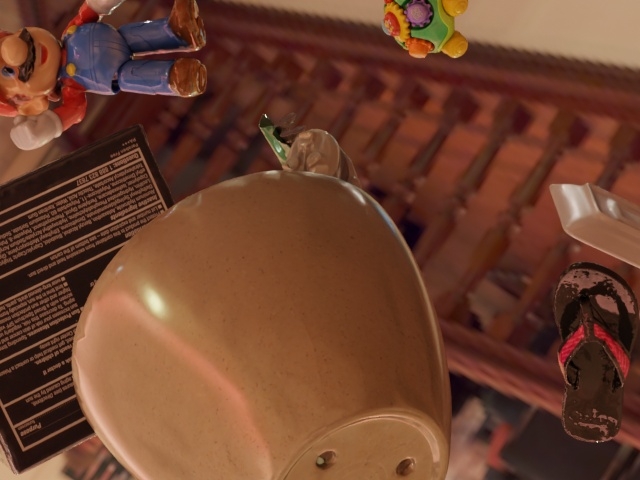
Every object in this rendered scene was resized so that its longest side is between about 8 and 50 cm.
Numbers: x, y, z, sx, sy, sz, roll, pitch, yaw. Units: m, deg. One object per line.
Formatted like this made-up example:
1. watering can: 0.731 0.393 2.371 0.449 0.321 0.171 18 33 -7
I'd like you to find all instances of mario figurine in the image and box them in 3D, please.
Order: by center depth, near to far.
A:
1. mario figurine: -0.314 -0.232 1.970 0.321 0.198 0.170 -7 128 6

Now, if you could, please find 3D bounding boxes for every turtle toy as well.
1. turtle toy: 0.094 -0.234 1.515 0.095 0.066 0.130 47 153 40

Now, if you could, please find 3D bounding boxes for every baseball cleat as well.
1. baseball cleat: 0.000 0.000 1.419 0.072 0.205 0.109 -5 149 37

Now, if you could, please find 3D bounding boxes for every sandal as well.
1. sandal: 0.222 0.098 1.251 0.067 0.040 0.179 3 122 15

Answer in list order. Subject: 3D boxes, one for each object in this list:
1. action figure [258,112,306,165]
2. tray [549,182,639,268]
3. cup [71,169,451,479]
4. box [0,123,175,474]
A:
1. action figure: -0.005 -0.062 2.127 0.137 0.064 0.232 -118 3 -58
2. tray: 0.360 0.012 1.543 0.270 0.030 0.145 24 -160 -7
3. cup: -0.020 0.140 1.323 0.331 0.331 0.237 43 -174 -41
4. box: -0.292 0.064 1.765 0.294 0.296 0.183 66 162 -7
